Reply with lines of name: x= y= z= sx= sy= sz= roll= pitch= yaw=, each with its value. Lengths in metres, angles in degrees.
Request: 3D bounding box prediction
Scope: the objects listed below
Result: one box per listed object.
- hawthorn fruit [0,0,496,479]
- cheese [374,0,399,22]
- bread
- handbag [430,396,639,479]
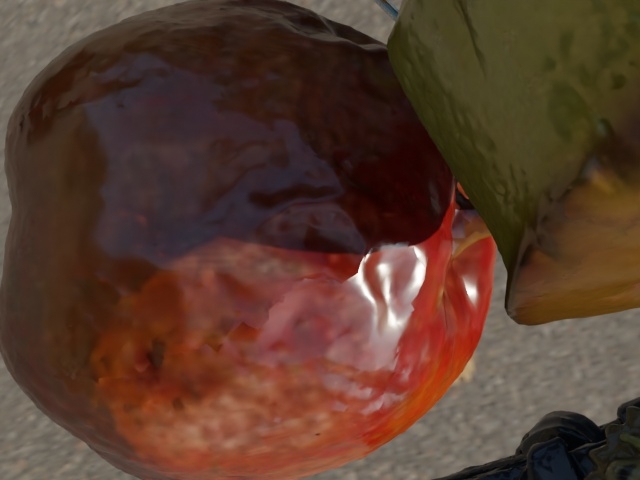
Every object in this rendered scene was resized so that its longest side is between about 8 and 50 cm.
hawthorn fruit: x=0.000 y=0.000 z=0.775 sx=0.207 sy=0.243 sz=0.207 roll=-4 pitch=90 yaw=-70
cheese: x=0.046 y=-0.107 z=0.974 sx=0.017 sy=0.047 sz=0.111 roll=-41 pitch=72 yaw=-7
bread: x=0.152 y=-0.080 z=0.616 sx=0.270 sy=0.270 sz=0.148 roll=-25 pitch=73 yaw=-30
handbag: x=0.242 y=0.230 z=1.102 sx=0.303 sy=0.122 sz=0.329 roll=-20 pitch=93 yaw=11
